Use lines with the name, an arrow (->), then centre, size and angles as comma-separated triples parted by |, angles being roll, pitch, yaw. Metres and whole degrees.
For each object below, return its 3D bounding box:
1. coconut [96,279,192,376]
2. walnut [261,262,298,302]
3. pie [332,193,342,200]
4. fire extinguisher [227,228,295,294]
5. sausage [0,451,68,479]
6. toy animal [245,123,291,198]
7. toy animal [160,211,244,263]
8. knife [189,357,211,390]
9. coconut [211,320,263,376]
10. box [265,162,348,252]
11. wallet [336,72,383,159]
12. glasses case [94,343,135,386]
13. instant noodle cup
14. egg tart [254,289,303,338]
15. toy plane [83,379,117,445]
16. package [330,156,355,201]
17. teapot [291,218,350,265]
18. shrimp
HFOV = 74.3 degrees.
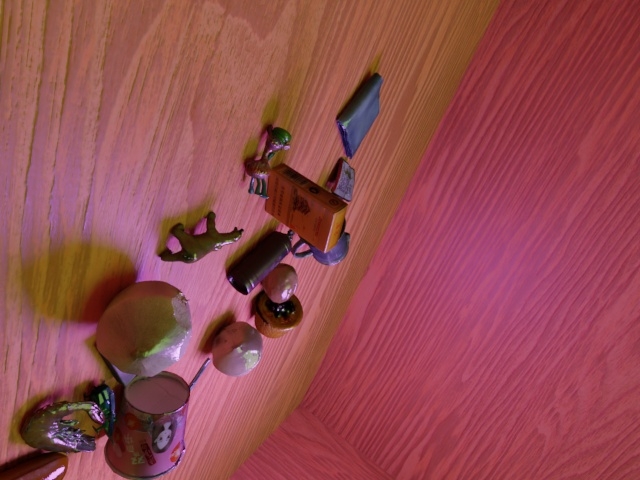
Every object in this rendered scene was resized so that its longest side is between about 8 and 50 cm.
coconut -> -0.409, 0.212, 1.002 | 0.224, 0.224, 0.234 | -56, -155, -6
walnut -> -0.166, 0.172, 1.731 | 0.166, 0.149, 0.167 | -165, -90, -79
pie -> 0.056, -0.155, 1.937 | 0.154, 0.036, 0.154 | -50, 161, -25
fire extinguisher -> -0.194, 0.051, 1.551 | 0.344, 0.102, 0.138 | -47, -169, -33
sausage -> -0.736, 0.594, 1.002 | 0.105, 0.105, 0.274 | -61, 161, 8
toy animal -> -0.155, -0.227, 1.226 | 0.103, 0.100, 0.209 | -89, -161, -83
toy animal -> -0.314, 0.003, 1.147 | 0.218, 0.101, 0.103 | -31, 146, -53
knife -> -0.498, 0.558, 1.674 | 0.210, 0.015, 0.028 | -56, 167, -6
coconut -> -0.319, 0.417, 1.628 | 0.224, 0.224, 0.224 | -49, 159, -26
box -> -0.053, -0.105, 1.366 | 0.076, 0.274, 0.174 | -37, 152, -39
wallet -> 0.166, -0.485, 1.676 | 0.251, 0.054, 0.290 | -55, 162, -7
glasses case -> -0.543, 0.318, 1.143 | 0.071, 0.047, 0.205 | -51, 160, -37
instant noodle cup -> -0.519, 0.555, 1.301 | 0.243, 0.242, 0.231 | -20, 131, -61
egg tart -> -0.190, 0.319, 1.812 | 0.215, 0.215, 0.171 | -37, 162, -47
toy plane -> -0.595, 0.470, 1.166 | 0.060, 0.096, 0.235 | -33, 147, -50
package -> 0.108, -0.264, 1.860 | 0.239, 0.030, 0.154 | 16, 87, -70
teapot -> 0.000, 0.000, 1.831 | 0.270, 0.200, 0.337 | -30, 160, -2
shrimp -> -0.632, 0.471, 1.077 | 0.173, 0.058, 0.253 | -38, 144, -7
